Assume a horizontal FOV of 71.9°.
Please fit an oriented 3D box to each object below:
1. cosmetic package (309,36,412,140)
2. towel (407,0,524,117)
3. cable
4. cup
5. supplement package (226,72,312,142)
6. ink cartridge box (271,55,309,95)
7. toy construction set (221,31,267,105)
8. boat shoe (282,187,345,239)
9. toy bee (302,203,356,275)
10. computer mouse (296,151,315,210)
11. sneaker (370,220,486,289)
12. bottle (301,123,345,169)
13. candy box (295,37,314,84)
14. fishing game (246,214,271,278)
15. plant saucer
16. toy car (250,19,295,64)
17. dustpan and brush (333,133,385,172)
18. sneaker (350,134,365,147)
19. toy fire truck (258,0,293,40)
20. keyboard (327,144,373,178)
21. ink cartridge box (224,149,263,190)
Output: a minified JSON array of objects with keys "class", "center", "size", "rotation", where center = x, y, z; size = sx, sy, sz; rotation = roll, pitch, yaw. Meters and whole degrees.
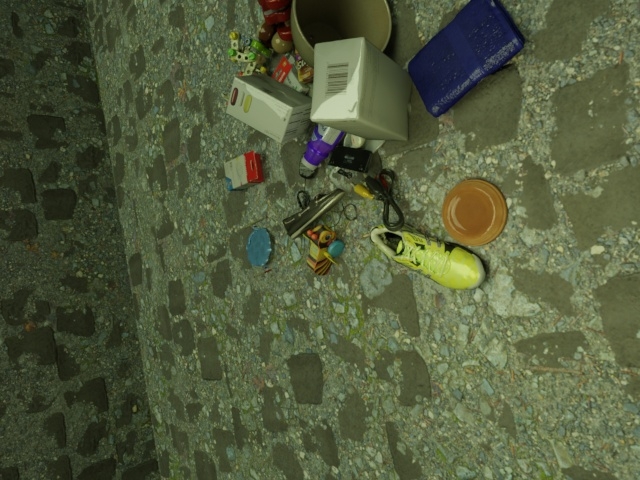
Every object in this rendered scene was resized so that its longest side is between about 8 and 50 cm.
[{"class":"cosmetic package","center":[0.137,-0.428,1.312],"size":[0.156,0.385,0.216],"rotation":[7,95,29]},{"class":"towel","center":[0.410,-0.529,1.274],"size":[0.308,0.076,0.227],"rotation":[-37,61,40]},{"class":"cable","center":[0.216,-0.136,1.450],"size":[0.072,0.140,0.287],"rotation":[75,169,-53]},{"class":"cup","center":[0.038,-0.699,1.483],"size":[0.237,0.332,0.330],"rotation":[173,91,-71]},{"class":"supplement package","center":[-0.186,-0.511,1.688],"size":[0.262,0.204,0.145],"rotation":[31,123,13]},{"class":"ink cartridge box","center":[-0.158,-0.633,1.824],"size":[0.181,0.056,0.224],"rotation":[-48,63,35]},{"class":"toy construction set","center":[-0.342,-0.712,1.926],"size":[0.215,0.151,0.327],"rotation":[34,127,10]},{"class":"boat shoe","center":[-0.040,-0.118,1.703],"size":[0.095,0.112,0.335],"rotation":[54,131,4]},{"class":"toy bee","center":[0.000,0.000,1.649],"size":[0.195,0.162,0.297],"rotation":[17,105,44]},{"class":"computer mouse","center":[-0.054,-0.238,1.771],"size":[0.071,0.041,0.241],"rotation":[13,109,17]},{"class":"sneaker","center":[0.314,0.053,1.358],"size":[0.385,0.147,0.145],"rotation":[25,109,39]},{"class":"bottle","center":[0.026,-0.390,1.621],"size":[0.282,0.092,0.118],"rotation":[-53,32,31]},{"class":"candy box","center":[-0.037,-0.709,1.691],"size":[0.109,0.053,0.186],"rotation":[-7,90,35]},{"class":"fishing game","center":[-0.275,0.033,2.004],"size":[0.189,0.041,0.263],"rotation":[-26,67,42]},{"class":"plant saucer","center":[0.444,-0.081,1.296],"size":[0.200,0.037,0.199],"rotation":[4,96,44]},{"class":"toy car","center":[-0.154,-0.798,1.777],"size":[0.189,0.149,0.155],"rotation":[36,106,9]},{"class":"dustpan and brush","center":[0.118,-0.322,1.574],"size":[0.147,0.060,0.211],"rotation":[54,127,27]},{"class":"sneaker","center":[0.115,-0.396,1.493],"size":[0.057,0.075,0.161],"rotation":[13,106,35]},{"class":"toy fire truck","center":[-0.085,-0.906,1.623],"size":[0.303,0.169,0.253],"rotation":[-19,57,9]},{"class":"keyboard","center":[0.100,-0.270,1.540],"size":[0.180,0.023,0.108],"rotation":[22,93,44]},{"class":"ink cartridge box","center":[-0.337,-0.315,2.005],"size":[0.231,0.078,0.134],"rotation":[-11,86,44]}]
